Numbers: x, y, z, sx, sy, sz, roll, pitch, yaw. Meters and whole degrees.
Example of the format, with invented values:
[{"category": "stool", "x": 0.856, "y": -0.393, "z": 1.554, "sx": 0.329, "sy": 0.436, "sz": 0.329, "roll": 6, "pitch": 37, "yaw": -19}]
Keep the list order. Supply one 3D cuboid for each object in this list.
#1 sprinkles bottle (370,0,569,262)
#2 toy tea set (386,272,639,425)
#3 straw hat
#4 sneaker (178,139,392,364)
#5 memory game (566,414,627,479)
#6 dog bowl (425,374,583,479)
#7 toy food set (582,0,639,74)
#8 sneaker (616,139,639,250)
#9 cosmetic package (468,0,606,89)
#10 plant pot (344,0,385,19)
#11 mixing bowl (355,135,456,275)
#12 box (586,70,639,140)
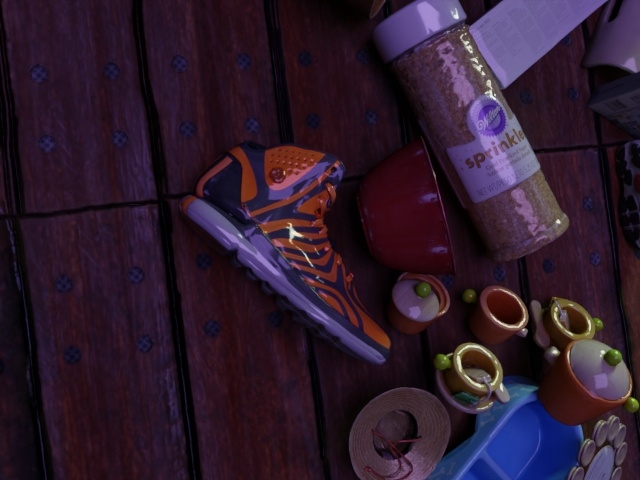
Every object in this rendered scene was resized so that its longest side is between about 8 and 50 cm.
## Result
[{"category": "sprinkles bottle", "x": 0.200, "y": -0.149, "z": 0.987, "sx": 0.121, "sy": 0.121, "sz": 0.355, "roll": -31, "pitch": 97, "yaw": -18}, {"category": "toy tea set", "x": 0.249, "y": 0.120, "z": 0.948, "sx": 0.336, "sy": 0.124, "sz": 0.200, "roll": 10, "pitch": 48, "yaw": -16}, {"category": "straw hat", "x": 0.092, "y": 0.244, "z": 0.957, "sx": 0.144, "sy": 0.061, "sz": 0.144, "roll": -3, "pitch": 104, "yaw": -13}, {"category": "sneaker", "x": 0.000, "y": 0.000, "z": 0.908, "sx": 0.321, "sy": 0.124, "sz": 0.180, "roll": 43, "pitch": 76, "yaw": -11}, {"category": "memory game", "x": 0.379, "y": 0.331, "z": 1.028, "sx": 0.186, "sy": 0.012, "sz": 0.186, "roll": -17, "pitch": 115, "yaw": -42}, {"category": "dog bowl", "x": 0.237, "y": 0.318, "z": 0.994, "sx": 0.297, "sy": 0.074, "sz": 0.166, "roll": -46, "pitch": 101, "yaw": -15}, {"category": "toy food set", "x": 0.572, "y": -0.294, "z": 1.149, "sx": 0.306, "sy": 0.092, "sz": 0.220, "roll": 26, "pitch": 79, "yaw": -7}, {"category": "sneaker", "x": 0.496, "y": -0.068, "z": 1.112, "sx": 0.071, "sy": 0.068, "sz": 0.170, "roll": 0, "pitch": 86, "yaw": -24}, {"category": "cosmetic package", "x": 0.299, "y": -0.316, "z": 1.062, "sx": 0.239, "sy": 0.060, "sz": 0.099, "roll": -40, "pitch": 101, "yaw": -17}, {"category": "plant pot", "x": 0.008, "y": -0.438, "z": 0.906, "sx": 0.254, "sy": 0.237, "sz": 0.237, "roll": 29, "pitch": 78, "yaw": 1}, {"category": "mixing bowl", "x": 0.102, "y": -0.031, "z": 0.935, "sx": 0.098, "sy": 0.181, "sz": 0.181, "roll": -15, "pitch": 91, "yaw": 5}, {"category": "box", "x": 0.509, "y": -0.178, "z": 1.080, "sx": 0.186, "sy": 0.145, "sz": 0.038, "roll": 30, "pitch": 79, "yaw": -14}]
